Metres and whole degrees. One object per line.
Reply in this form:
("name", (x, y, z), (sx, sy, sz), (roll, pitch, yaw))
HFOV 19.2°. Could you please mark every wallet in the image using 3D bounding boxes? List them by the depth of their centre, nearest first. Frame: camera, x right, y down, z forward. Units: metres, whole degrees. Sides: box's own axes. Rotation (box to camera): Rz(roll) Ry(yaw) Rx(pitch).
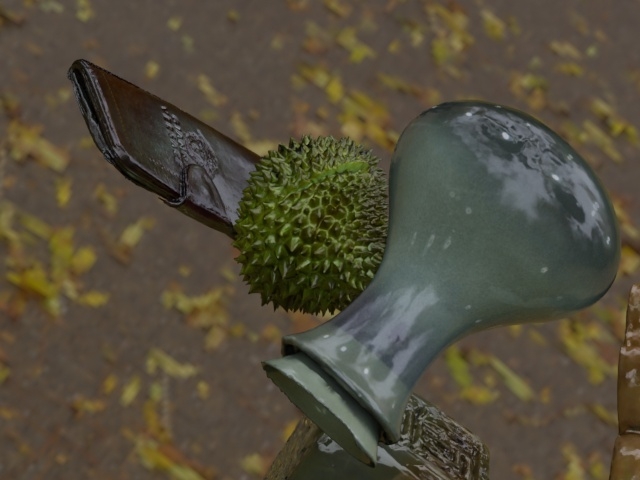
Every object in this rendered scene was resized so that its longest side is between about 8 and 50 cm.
("wallet", (-0.121, -0.069, 1.733), (0.255, 0.031, 0.137), (28, 33, -47))

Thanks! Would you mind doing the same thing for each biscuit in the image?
("biscuit", (0.248, 0.177, 1.438), (0.044, 0.202, 0.288), (4, 69, 16))

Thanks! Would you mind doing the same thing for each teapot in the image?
("teapot", (0.080, 0.031, 1.315), (0.183, 0.251, 0.183), (41, -11, 10))

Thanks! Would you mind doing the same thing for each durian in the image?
("durian", (-0.007, -0.013, 1.647), (0.198, 0.146, 0.159), (134, -53, -87))

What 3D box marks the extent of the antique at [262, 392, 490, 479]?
("antique", (-0.005, 0.245, 1.541), (0.150, 0.284, 0.125), (38, 21, -7))
